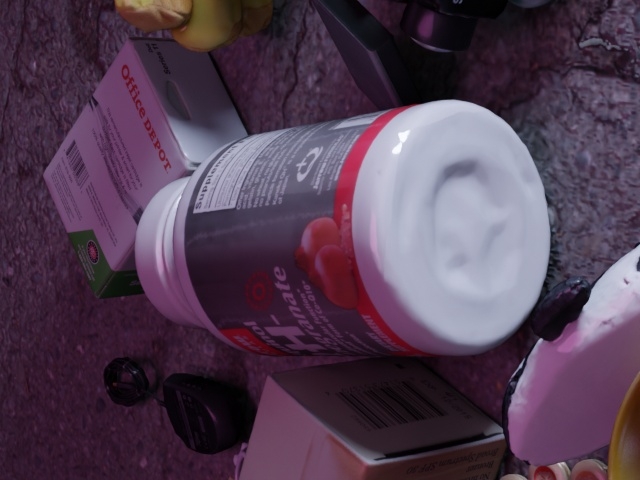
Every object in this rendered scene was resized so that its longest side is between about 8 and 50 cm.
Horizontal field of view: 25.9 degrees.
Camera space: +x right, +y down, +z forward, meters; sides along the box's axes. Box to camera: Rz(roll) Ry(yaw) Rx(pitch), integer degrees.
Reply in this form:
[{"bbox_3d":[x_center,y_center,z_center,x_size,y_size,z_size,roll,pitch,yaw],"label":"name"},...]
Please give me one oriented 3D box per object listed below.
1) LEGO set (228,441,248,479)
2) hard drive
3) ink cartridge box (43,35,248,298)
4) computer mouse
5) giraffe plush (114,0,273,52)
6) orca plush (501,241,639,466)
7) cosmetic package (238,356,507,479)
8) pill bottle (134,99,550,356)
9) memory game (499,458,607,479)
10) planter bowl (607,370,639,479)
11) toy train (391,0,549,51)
[{"bbox_3d":[-0.093,0.318,1.244,0.132,0.107,0.287,19,108,47],"label":"LEGO set"},{"bbox_3d":[0.039,-0.134,1.038,0.022,0.135,0.094,-38,56,-3],"label":"hard drive"},{"bbox_3d":[-0.161,-0.067,1.298,0.208,0.087,0.153,-48,59,41],"label":"ink cartridge box"},{"bbox_3d":[-0.142,0.151,1.345,0.242,0.041,0.071,13,120,53],"label":"computer mouse"},{"bbox_3d":[-0.068,-0.272,1.118,0.170,0.181,0.210,-14,100,37],"label":"giraffe plush"},{"bbox_3d":[0.207,0.017,0.874,0.102,0.151,0.287,-96,24,-54],"label":"orca plush"},{"bbox_3d":[0.015,0.250,1.080,0.129,0.153,0.296,38,122,42],"label":"cosmetic package"},{"bbox_3d":[0.000,0.000,1.051,0.318,0.176,0.176,-5,90,49],"label":"pill bottle"},{"bbox_3d":[0.181,0.243,0.992,0.186,0.012,0.186,7,99,49],"label":"memory game"},{"bbox_3d":[0.280,0.147,0.807,0.217,0.090,0.217,8,101,48],"label":"planter bowl"},{"bbox_3d":[0.101,-0.302,0.943,0.190,0.142,0.334,44,125,49],"label":"toy train"}]
